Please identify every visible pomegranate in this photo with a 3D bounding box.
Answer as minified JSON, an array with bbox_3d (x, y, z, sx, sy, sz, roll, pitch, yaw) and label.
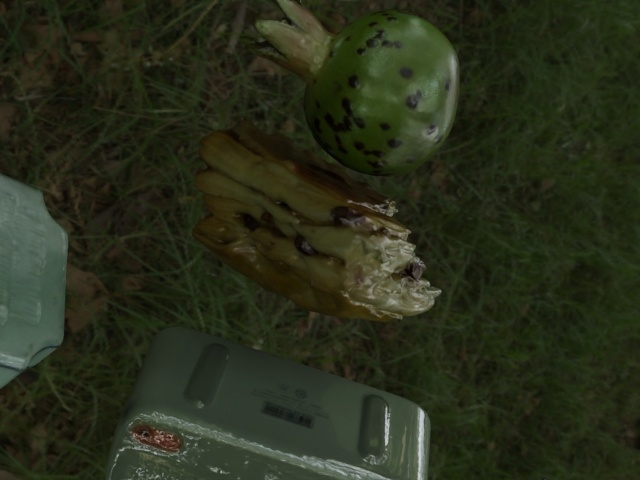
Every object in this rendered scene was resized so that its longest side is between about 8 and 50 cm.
[{"bbox_3d":[0.047,-0.210,1.052,0.231,0.286,0.231,22,90,-82],"label":"pomegranate"}]

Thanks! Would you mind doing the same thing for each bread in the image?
[{"bbox_3d":[0.000,0.000,1.066,0.314,0.370,0.191,18,104,-54],"label":"bread"}]

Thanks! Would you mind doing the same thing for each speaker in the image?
[{"bbox_3d":[-0.061,0.274,1.003,0.184,0.406,0.183,-76,-174,-65],"label":"speaker"}]

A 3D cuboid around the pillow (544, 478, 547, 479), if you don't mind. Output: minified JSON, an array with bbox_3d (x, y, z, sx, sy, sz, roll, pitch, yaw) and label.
[{"bbox_3d":[0.241,0.295,0.825,0.208,0.119,0.053,13,96,-45],"label":"pillow"}]

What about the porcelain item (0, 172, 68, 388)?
[{"bbox_3d":[-0.469,0.042,0.955,0.281,0.157,0.285,29,41,-46],"label":"porcelain item"}]

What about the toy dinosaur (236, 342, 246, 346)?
[{"bbox_3d":[-0.114,0.191,1.214,0.030,0.047,0.083,-34,134,12],"label":"toy dinosaur"}]
